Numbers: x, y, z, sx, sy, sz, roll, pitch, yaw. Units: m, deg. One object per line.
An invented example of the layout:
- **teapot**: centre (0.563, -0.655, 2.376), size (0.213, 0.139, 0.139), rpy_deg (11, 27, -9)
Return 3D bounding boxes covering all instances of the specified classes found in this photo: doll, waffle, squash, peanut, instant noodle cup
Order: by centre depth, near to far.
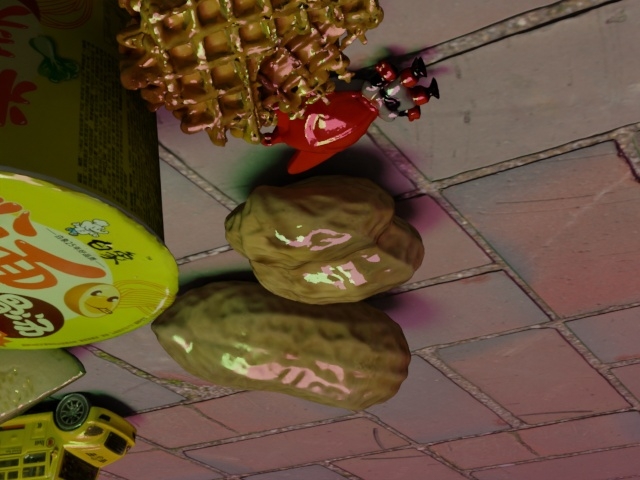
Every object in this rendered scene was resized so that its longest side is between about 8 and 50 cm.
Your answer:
- **waffle**: centre (-0.051, -0.158, 0.776), size (0.197, 0.070, 0.193), rpy_deg (4, 129, -25)
- **instant noodle cup**: centre (-0.261, -0.069, 0.843), size (0.312, 0.221, 0.311), rpy_deg (0, 150, 0)
- **doll**: centre (0.020, -0.112, 0.934), size (0.169, 0.057, 0.109), rpy_deg (-13, 147, 24)
- **peanut**: centre (0.000, 0.000, 1.088), size (0.197, 0.110, 0.233), rpy_deg (-5, 151, 19)
- **peanut**: centre (-0.045, 0.123, 1.294), size (0.325, 0.140, 0.153), rpy_deg (11, -167, -6)
- **squash**: centre (-0.483, 0.211, 1.465), size (0.203, 0.111, 0.289), rpy_deg (-22, 174, -41)

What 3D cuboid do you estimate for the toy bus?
- **toy bus**: centre (-0.468, 0.349, 1.689), size (0.330, 0.152, 0.144), rpy_deg (-9, 149, 17)
